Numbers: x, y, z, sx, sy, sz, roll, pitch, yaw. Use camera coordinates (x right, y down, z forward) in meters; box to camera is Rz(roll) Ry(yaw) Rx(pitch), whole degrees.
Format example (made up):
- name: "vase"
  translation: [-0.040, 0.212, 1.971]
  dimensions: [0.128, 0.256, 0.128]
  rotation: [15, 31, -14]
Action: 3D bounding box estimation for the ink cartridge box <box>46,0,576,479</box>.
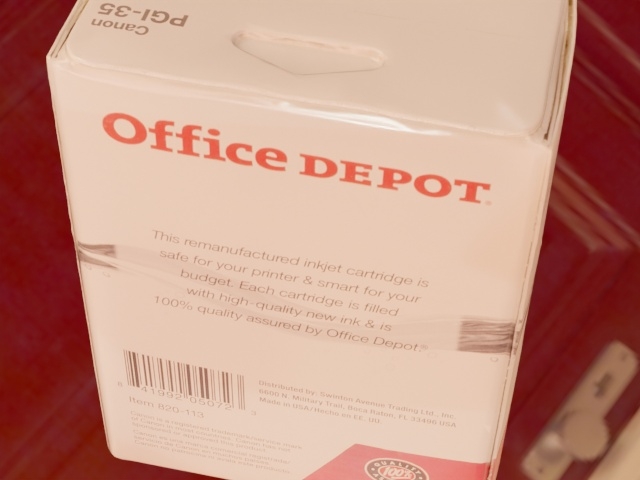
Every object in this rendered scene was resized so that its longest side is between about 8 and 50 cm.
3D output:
- name: "ink cartridge box"
  translation: [0.000, 0.000, 0.679]
  dimensions: [0.207, 0.117, 0.283]
  rotation: [10, 138, 8]
